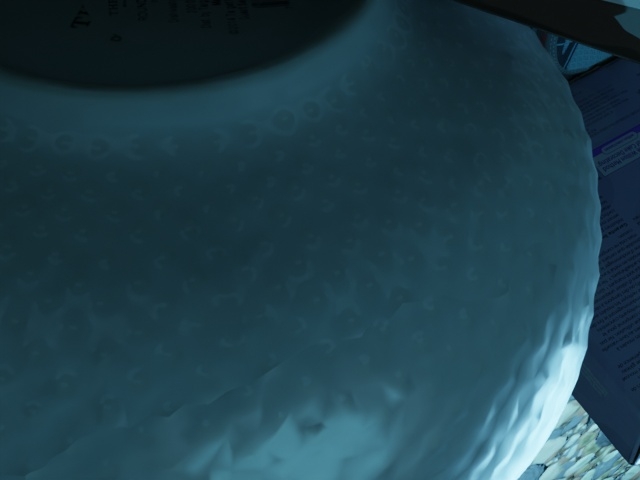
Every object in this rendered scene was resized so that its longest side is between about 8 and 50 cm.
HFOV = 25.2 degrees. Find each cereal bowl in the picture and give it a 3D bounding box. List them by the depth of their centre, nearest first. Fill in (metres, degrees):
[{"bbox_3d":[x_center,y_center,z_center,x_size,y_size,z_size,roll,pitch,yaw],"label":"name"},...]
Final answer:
[{"bbox_3d":[-0.062,-0.039,0.519,0.339,0.339,0.141,-23,135,-26],"label":"cereal bowl"}]

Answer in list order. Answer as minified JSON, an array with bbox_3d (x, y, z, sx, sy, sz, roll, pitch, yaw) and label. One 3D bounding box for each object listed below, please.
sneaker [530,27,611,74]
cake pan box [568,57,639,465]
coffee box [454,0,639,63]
[{"bbox_3d":[0.240,-0.162,0.854,0.262,0.125,0.104,-34,155,30],"label":"sneaker"},{"bbox_3d":[0.235,-0.008,0.981,0.267,0.246,0.070,-29,150,-18],"label":"cake pan box"},{"bbox_3d":[0.016,-0.161,0.478,0.246,0.141,0.098,16,123,-14],"label":"coffee box"}]
